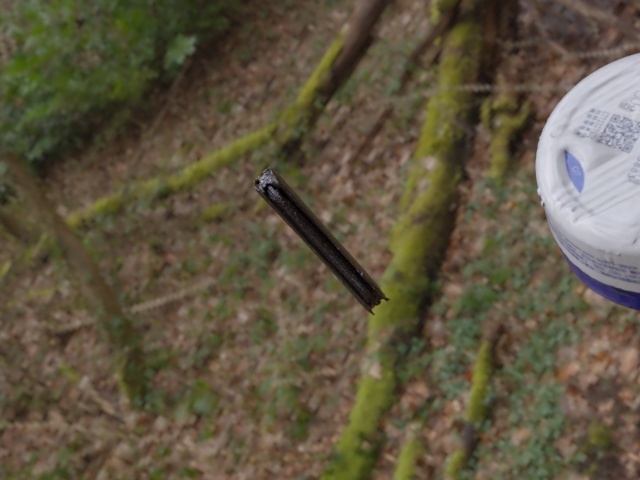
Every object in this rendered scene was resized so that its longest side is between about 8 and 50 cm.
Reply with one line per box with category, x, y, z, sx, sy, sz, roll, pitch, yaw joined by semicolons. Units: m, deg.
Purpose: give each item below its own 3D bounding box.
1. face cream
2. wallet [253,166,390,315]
face cream;0.281;-0.053;1.095;0.206;0.111;0.206;-12;55;19
wallet;0.000;0.000;1.514;0.031;0.198;0.110;-42;6;1
